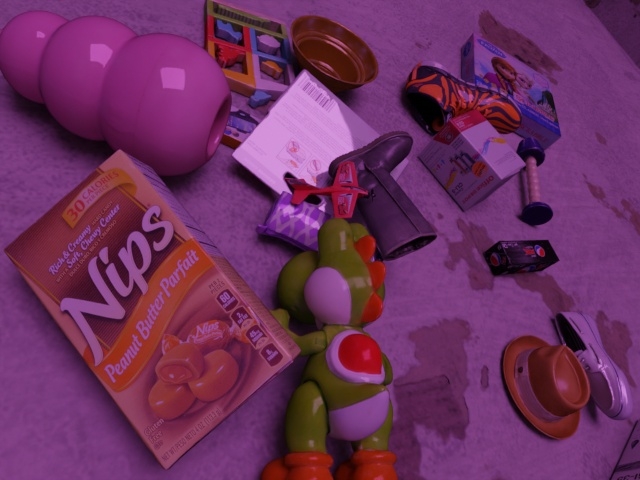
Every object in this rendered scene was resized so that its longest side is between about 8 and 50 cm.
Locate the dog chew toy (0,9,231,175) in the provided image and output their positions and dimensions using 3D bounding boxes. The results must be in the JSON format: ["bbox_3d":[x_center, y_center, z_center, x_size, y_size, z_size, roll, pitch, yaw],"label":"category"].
[{"bbox_3d":[-0.307,-0.229,0.676,0.331,0.207,0.207,21,51,-6],"label":"dog chew toy"}]

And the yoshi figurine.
[{"bbox_3d":[0.007,0.154,0.639,0.202,0.203,0.363,-3,69,16],"label":"yoshi figurine"}]

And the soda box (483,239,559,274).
[{"bbox_3d":[0.444,0.036,1.004,0.168,0.053,0.060,-1,61,-29],"label":"soda box"}]

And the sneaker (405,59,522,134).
[{"bbox_3d":[0.357,-0.324,1.172,0.320,0.125,0.180,24,54,1],"label":"sneaker"}]

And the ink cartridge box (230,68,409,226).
[{"bbox_3d":[0.003,-0.147,0.862,0.275,0.060,0.239,39,69,-9],"label":"ink cartridge box"}]

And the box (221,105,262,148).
[{"bbox_3d":[-0.140,-0.202,0.857,0.136,0.028,0.081,21,51,-13],"label":"box"}]

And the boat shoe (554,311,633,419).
[{"bbox_3d":[0.525,0.242,0.904,0.075,0.083,0.226,10,42,-10],"label":"boat shoe"}]

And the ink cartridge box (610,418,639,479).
[{"bbox_3d":[0.622,0.400,0.754,0.282,0.207,0.117,-26,73,-39],"label":"ink cartridge box"}]

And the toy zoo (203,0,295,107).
[{"bbox_3d":[-0.152,-0.400,0.981,0.192,0.030,0.294,7,56,-25],"label":"toy zoo"}]

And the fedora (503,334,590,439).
[{"bbox_3d":[0.427,0.254,0.830,0.194,0.079,0.195,15,52,-20],"label":"fedora"}]

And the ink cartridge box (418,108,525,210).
[{"bbox_3d":[0.347,-0.184,1.049,0.127,0.128,0.176,-28,75,-39],"label":"ink cartridge box"}]

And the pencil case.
[{"bbox_3d":[0.000,0.000,0.762,0.206,0.086,0.088,29,61,-6],"label":"pencil case"}]

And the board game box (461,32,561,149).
[{"bbox_3d":[0.586,-0.471,1.418,0.318,0.066,0.318,24,50,-13],"label":"board game box"}]

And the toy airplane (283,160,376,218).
[{"bbox_3d":[0.015,-0.079,0.732,0.151,0.028,0.151,4,44,-4],"label":"toy airplane"}]

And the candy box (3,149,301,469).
[{"bbox_3d":[-0.194,0.073,0.541,0.183,0.087,0.316,-41,83,-1],"label":"candy box"}]

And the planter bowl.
[{"bbox_3d":[0.017,-0.401,1.037,0.217,0.090,0.217,14,54,-20],"label":"planter bowl"}]

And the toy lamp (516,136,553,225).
[{"bbox_3d":[0.552,-0.166,1.185,0.080,0.080,0.275,24,49,-13],"label":"toy lamp"}]

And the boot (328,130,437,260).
[{"bbox_3d":[0.132,-0.082,0.783,0.189,0.076,0.209,-29,56,-12],"label":"boot"}]
